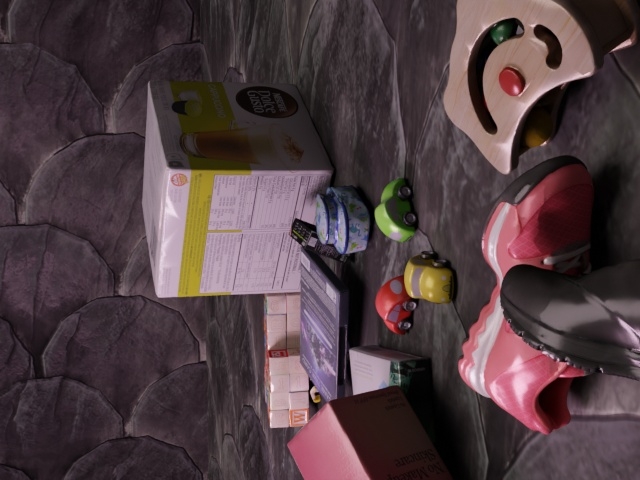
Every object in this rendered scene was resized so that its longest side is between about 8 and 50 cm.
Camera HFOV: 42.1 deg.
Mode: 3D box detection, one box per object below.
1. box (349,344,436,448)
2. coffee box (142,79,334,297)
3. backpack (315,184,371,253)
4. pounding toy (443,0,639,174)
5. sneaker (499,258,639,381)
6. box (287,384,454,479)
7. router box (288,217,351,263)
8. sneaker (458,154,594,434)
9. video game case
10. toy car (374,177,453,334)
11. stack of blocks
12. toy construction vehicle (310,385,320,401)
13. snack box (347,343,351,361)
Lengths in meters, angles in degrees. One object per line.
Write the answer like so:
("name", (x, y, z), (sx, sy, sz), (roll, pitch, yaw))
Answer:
("box", (0.119, 0.339, 1.337), (0.232, 0.059, 0.321), (171, 93, -74))
("coffee box", (-0.194, -0.114, 1.779), (0.337, 0.335, 0.338), (-111, 26, -46))
("backpack", (0.038, -0.032, 1.467), (0.114, 0.084, 0.105), (-124, 31, -54))
("pounding toy", (0.232, -0.201, 0.794), (0.154, 0.155, 0.269), (40, 150, 28))
("sneaker", (0.268, 0.056, 0.657), (0.286, 0.109, 0.130), (23, 107, 48))
("box", (0.084, 0.339, 1.157), (0.127, 0.149, 0.232), (-52, 57, 35))
("router box", (0.000, 0.000, 1.580), (0.038, 0.092, 0.122), (-68, 21, 6))
("sneaker", (0.236, 0.064, 0.831), (0.136, 0.116, 0.313), (47, 144, 44))
("video game case", (0.004, 0.171, 1.603), (0.196, 0.026, 0.274), (-132, 37, -56))
("toy car", (0.119, 0.015, 1.257), (0.239, 0.053, 0.224), (127, 135, -66))
("stack of blocks", (-0.080, 0.252, 1.889), (0.171, 0.087, 0.297), (-119, 28, -74))
("toy construction vehicle", (-0.009, 0.290, 1.797), (0.098, 0.035, 0.085), (102, 157, -44))
("snack box", (0.018, 0.194, 1.673), (0.100, 0.037, 0.141), (107, 152, -50))
